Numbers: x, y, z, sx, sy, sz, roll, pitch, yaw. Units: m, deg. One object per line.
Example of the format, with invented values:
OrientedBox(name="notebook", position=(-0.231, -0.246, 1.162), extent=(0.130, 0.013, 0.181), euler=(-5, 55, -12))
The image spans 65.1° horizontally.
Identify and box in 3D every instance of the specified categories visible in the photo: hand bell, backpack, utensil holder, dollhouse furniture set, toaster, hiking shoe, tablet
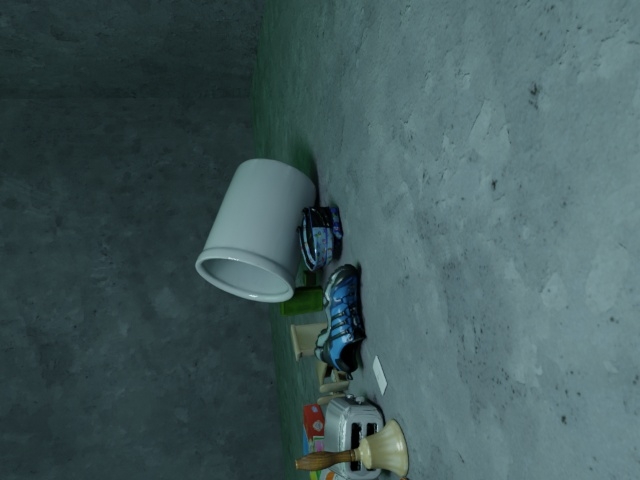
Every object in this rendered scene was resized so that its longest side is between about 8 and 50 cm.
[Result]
OrientedBox(name="hand bell", position=(0.063, 0.487, 1.128), extent=(0.126, 0.241, 0.126), euler=(175, 90, -76))
OrientedBox(name="backpack", position=(0.000, 0.000, 1.513), extent=(0.158, 0.116, 0.174), euler=(112, 151, -61))
OrientedBox(name="utensil holder", position=(-0.201, -0.032, 1.692), extent=(0.328, 0.327, 0.386), euler=(112, 173, -62))
OrientedBox(name="dollhouse furniture set", position=(-0.086, 0.095, 1.833), extent=(0.197, 0.151, 0.302), euler=(-132, 40, -69))
OrientedBox(name="toaster", position=(0.084, 0.509, 1.266), extent=(0.146, 0.129, 0.227), euler=(141, 134, -71))
OrientedBox(name="dollhouse furniture set", position=(-0.013, 0.374, 1.588), extent=(0.212, 0.160, 0.242), euler=(-108, 19, -45))
OrientedBox(name="hiking shoe", position=(0.077, 0.213, 1.355), extent=(0.132, 0.113, 0.304), euler=(25, 116, 40))
OrientedBox(name="tablet", position=(0.146, 0.334, 1.240), extent=(0.083, 0.006, 0.054), euler=(-107, 18, -45))

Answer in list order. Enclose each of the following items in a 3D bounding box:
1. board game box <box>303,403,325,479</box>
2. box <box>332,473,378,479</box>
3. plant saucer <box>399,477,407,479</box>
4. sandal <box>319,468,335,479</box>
OrientedBox(name="board game box", position=(-0.001, 0.814, 1.884), extent=(0.316, 0.064, 0.243), euler=(-127, 35, -66))
OrientedBox(name="box", position=(0.072, 0.762, 1.360), extent=(0.232, 0.058, 0.322), euler=(-133, 59, -69))
OrientedBox(name="plant saucer", position=(0.192, 0.565, 1.100), extent=(0.083, 0.013, 0.084), euler=(177, 90, -76))
OrientedBox(name="sandal", position=(0.063, 0.724, 1.595), extent=(0.102, 0.076, 0.266), euler=(4, 77, 62))
